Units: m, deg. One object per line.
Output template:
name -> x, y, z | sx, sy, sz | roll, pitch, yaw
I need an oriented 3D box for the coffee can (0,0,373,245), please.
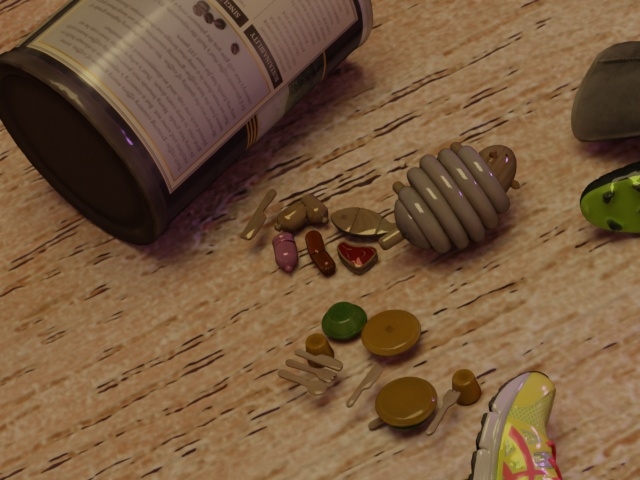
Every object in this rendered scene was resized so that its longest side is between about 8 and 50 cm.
coffee can -> -0.118, -0.160, 1.624 | 0.201, 0.201, 0.275 | 30, 64, 35

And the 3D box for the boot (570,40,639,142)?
boot -> 0.322, -0.148, 1.524 | 0.189, 0.076, 0.208 | -48, 23, -23

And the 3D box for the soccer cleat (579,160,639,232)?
soccer cleat -> 0.292, -0.052, 1.509 | 0.179, 0.060, 0.072 | -14, 32, 2

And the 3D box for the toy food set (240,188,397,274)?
toy food set -> 0.000, 0.000, 1.575 | 0.122, 0.019, 0.078 | 19, 58, 21

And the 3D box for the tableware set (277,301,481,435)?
tableware set -> 0.052, 0.099, 1.470 | 0.154, 0.024, 0.104 | 18, 54, 31

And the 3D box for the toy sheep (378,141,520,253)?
toy sheep -> 0.103, -0.032, 1.528 | 0.132, 0.091, 0.091 | -38, 49, 1

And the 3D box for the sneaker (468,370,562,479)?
sneaker -> 0.149, 0.189, 1.330 | 0.094, 0.081, 0.208 | 8, 59, 14
